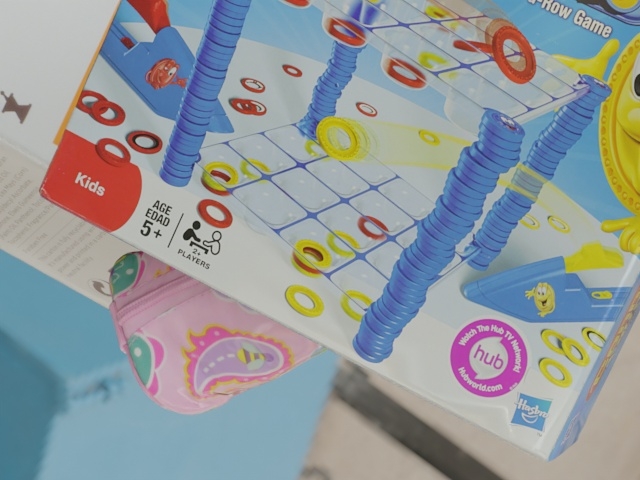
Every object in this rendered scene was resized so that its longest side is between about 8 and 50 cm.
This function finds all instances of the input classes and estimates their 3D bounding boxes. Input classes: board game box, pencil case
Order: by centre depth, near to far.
[{"bbox_3d":[0.054,-0.093,1.012,0.302,0.308,0.086,-66,166,10],"label":"board game box"},{"bbox_3d":[0.000,0.000,1.193,0.284,0.124,0.124,-30,165,31],"label":"pencil case"}]

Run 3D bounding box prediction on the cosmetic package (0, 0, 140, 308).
[{"bbox_3d":[-0.280,-0.161,1.567,0.161,0.453,0.230,-35,-150,54],"label":"cosmetic package"}]
